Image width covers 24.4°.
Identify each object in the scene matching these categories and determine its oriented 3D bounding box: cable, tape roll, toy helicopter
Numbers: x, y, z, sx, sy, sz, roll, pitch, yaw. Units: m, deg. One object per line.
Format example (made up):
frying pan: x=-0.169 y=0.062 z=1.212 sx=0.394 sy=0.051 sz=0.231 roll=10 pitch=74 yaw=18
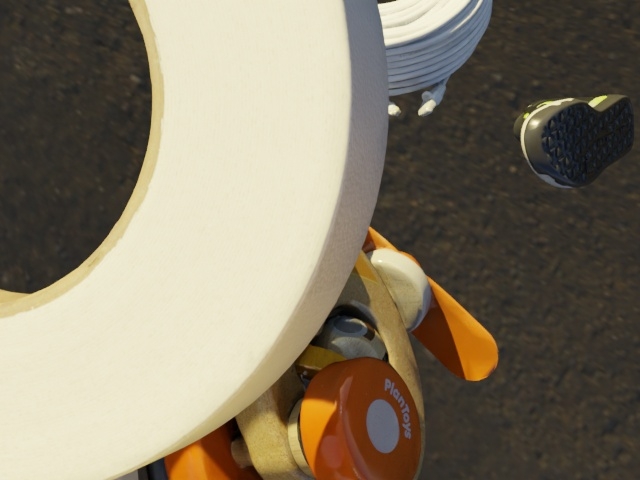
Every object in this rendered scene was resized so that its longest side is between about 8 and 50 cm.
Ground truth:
cable: x=0.062 y=-0.270 z=1.642 sx=0.257 sy=0.257 sz=0.089 roll=-54 pitch=153 yaw=-29
tape roll: x=-0.159 y=-0.069 z=0.728 sx=0.392 sy=0.072 sz=0.391 roll=1 pitch=93 yaw=18
toy helicopter: x=0.000 y=0.000 z=0.952 sx=0.235 sy=0.140 sz=0.355 roll=-8 pitch=83 yaw=-53

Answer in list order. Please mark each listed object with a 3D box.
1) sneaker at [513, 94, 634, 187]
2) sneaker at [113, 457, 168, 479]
sneaker: x=0.229 y=-0.097 z=1.441 sx=0.235 sy=0.097 sz=0.084 roll=-13 pitch=102 yaw=-59
sneaker: x=-0.039 y=0.258 z=1.020 sx=0.180 sy=0.124 sz=0.321 roll=-4 pitch=108 yaw=12
